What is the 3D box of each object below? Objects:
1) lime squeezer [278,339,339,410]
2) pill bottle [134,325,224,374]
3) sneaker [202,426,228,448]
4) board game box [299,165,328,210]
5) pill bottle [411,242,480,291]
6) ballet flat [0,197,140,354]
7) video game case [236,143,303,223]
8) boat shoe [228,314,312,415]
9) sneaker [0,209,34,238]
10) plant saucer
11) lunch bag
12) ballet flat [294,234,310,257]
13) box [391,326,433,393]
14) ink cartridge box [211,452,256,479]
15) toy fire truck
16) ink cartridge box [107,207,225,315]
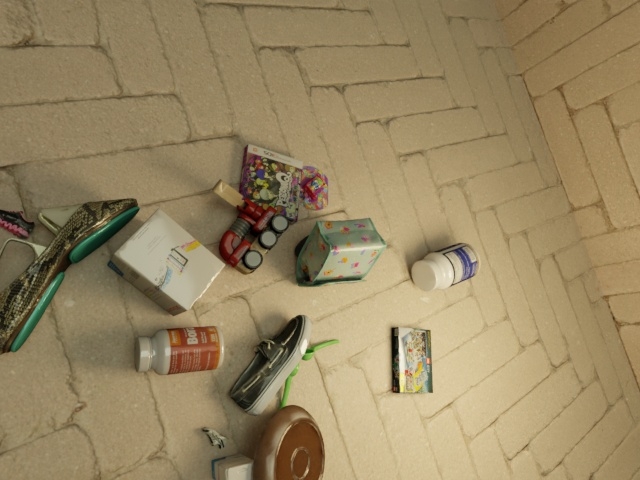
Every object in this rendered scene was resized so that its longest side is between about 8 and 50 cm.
[{"bbox_3d":[-0.050,0.395,1.419,0.110,0.059,0.310,51,57,-10],"label":"lime squeezer"},{"bbox_3d":[-0.380,0.297,1.203,0.216,0.121,0.121,2,76,-32],"label":"pill bottle"},{"bbox_3d":[-0.296,0.550,1.240,0.083,0.032,0.037,40,60,-16],"label":"sneaker"},{"bbox_3d":[-0.020,-0.192,1.608,0.133,0.033,0.169,9,73,-29],"label":"board game box"},{"bbox_3d":[0.498,0.108,1.774,0.264,0.153,0.153,-15,85,-33],"label":"pill bottle"},{"bbox_3d":[-0.661,0.034,1.084,0.182,0.164,0.483,37,64,-12],"label":"ballet flat"},{"bbox_3d":[-0.167,-0.189,1.511,0.210,0.042,0.232,14,70,-26],"label":"video game case"},{"bbox_3d":[-0.144,0.349,1.333,0.119,0.121,0.335,43,61,-20],"label":"boat shoe"},{"bbox_3d":[-0.770,-0.056,1.107,0.119,0.047,0.057,40,54,-25],"label":"sneaker"},{"bbox_3d":[-0.072,0.634,1.272,0.310,0.050,0.311,23,62,-52],"label":"plant saucer"},{"bbox_3d":[0.056,0.064,1.464,0.223,0.262,0.160,-4,48,-31],"label":"lunch bag"},{"bbox_3d":[0.000,0.000,1.547,0.203,0.074,0.074,-28,93,-33],"label":"ballet flat"},{"bbox_3d":[0.339,0.443,1.651,0.159,0.044,0.233,11,72,-29],"label":"box"},{"bbox_3d":[-0.232,0.621,1.205,0.088,0.122,0.052,1,76,-31],"label":"ink cartridge box"},{"bbox_3d":[-0.245,-0.048,1.359,0.246,0.158,0.217,37,69,-7],"label":"toy fire truck"},{"bbox_3d":[-0.418,0.066,1.211,0.232,0.171,0.168,43,59,-15],"label":"ink cartridge box"}]
